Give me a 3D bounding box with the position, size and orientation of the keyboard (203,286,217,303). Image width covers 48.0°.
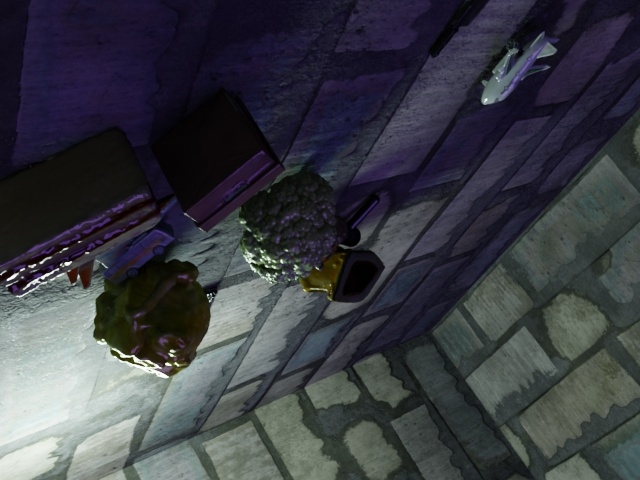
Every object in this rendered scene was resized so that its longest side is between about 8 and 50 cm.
[{"bbox_3d":[-0.388,0.223,2.229,0.072,0.023,0.231,-10,148,-41],"label":"keyboard"}]

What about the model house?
[{"bbox_3d":[0.044,0.102,2.336,0.268,0.239,0.173,9,89,-52],"label":"model house"}]

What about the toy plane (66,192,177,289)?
[{"bbox_3d":[-0.442,-0.022,1.554,0.326,0.104,0.223,-39,159,1],"label":"toy plane"}]

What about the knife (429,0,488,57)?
[{"bbox_3d":[0.349,-0.527,1.702,0.072,0.019,0.245,-17,158,-46],"label":"knife"}]

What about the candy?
[{"bbox_3d":[-0.471,-0.055,1.343,0.320,0.179,0.135,-29,156,-14],"label":"candy"}]

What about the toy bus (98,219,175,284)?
[{"bbox_3d":[-0.436,0.022,1.697,0.190,0.064,0.075,-39,134,11],"label":"toy bus"}]

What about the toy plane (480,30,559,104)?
[{"bbox_3d":[0.533,-0.478,1.977,0.255,0.101,0.251,-43,157,30],"label":"toy plane"}]

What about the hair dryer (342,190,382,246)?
[{"bbox_3d":[0.125,-0.074,2.297,0.219,0.071,0.124,-49,157,13],"label":"hair dryer"}]

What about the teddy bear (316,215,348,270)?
[{"bbox_3d":[0.000,0.000,2.179,0.190,0.140,0.177,-45,154,4],"label":"teddy bear"}]

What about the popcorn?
[{"bbox_3d":[-0.421,0.189,1.792,0.312,0.312,0.312,-29,157,-13],"label":"popcorn"}]

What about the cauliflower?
[{"bbox_3d":[-0.085,-0.033,1.893,0.275,0.272,0.250,-16,-174,-8],"label":"cauliflower"}]

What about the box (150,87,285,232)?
[{"bbox_3d":[-0.212,-0.164,1.437,0.215,0.215,0.086,-37,147,8],"label":"box"}]
